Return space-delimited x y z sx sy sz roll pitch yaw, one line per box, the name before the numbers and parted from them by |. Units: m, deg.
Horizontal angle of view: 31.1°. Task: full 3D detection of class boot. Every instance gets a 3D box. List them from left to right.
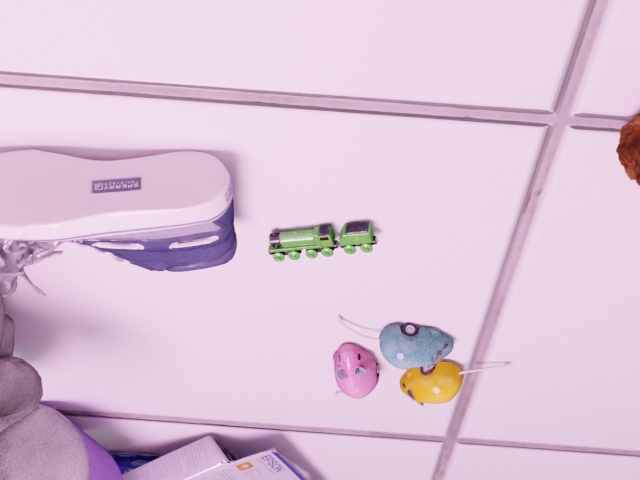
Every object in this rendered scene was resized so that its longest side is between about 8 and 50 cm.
boot | -0.151 -0.011 0.781 0.189 0.069 0.086 0 144 3

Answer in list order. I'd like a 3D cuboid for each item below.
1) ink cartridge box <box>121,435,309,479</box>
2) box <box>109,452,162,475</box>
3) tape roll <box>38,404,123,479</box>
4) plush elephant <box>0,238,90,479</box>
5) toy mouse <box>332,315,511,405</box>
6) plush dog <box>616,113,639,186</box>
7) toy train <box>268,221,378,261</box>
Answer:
ink cartridge box | -0.112 0.284 1.227 0.224 0.045 0.223 -23 143 8
box | -0.197 0.268 1.255 0.081 0.028 0.136 -2 148 8
tape roll | -0.288 0.257 1.099 0.189 0.189 0.080 -9 144 19
plush elephant | -0.322 0.137 0.857 0.330 0.255 0.271 -26 136 38
toy mouse | 0.058 0.107 0.973 0.161 0.031 0.143 -19 141 31
plush dog | 0.294 -0.014 0.649 0.262 0.211 0.225 -18 114 28
toy train | 0.000 0.000 0.830 0.083 0.017 0.024 -6 136 15
